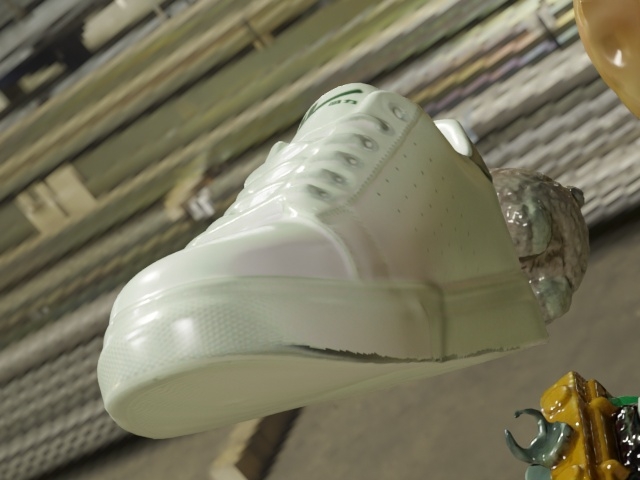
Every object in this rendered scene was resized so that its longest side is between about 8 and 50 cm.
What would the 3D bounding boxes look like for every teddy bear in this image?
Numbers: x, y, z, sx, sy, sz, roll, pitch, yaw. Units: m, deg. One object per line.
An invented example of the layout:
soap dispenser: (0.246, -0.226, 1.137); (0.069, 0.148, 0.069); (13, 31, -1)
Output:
teddy bear: (0.140, 0.002, 1.570); (0.267, 0.236, 0.151); (-3, 32, 24)

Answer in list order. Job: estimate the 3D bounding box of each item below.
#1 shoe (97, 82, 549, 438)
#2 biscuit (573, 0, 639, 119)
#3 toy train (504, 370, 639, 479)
shoe: (0.000, 0.000, 0.519); (0.095, 0.110, 0.265); (-17, -10, 22)
biscuit: (0.181, -0.195, 0.410); (0.051, 0.269, 0.376); (-18, -54, -68)
toy train: (0.325, 0.231, 1.132); (0.249, 0.429, 0.178); (-44, 17, 23)
